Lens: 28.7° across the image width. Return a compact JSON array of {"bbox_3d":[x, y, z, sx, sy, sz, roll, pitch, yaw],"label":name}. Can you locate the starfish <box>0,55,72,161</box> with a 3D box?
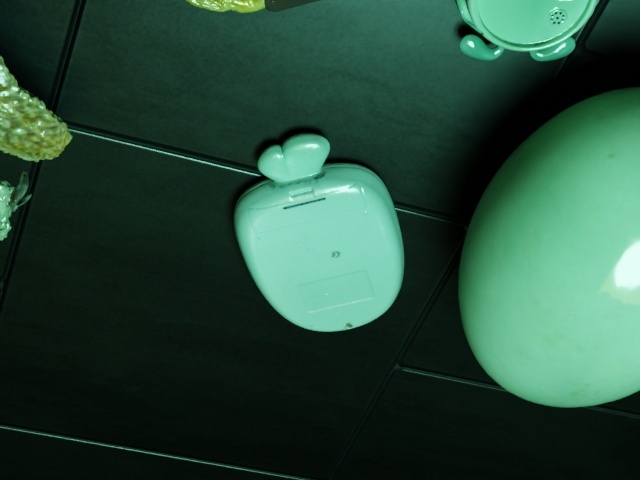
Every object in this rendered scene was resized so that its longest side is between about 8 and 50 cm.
[{"bbox_3d":[-0.404,-0.185,1.194,0.384,0.132,0.398,-25,125,22],"label":"starfish"}]

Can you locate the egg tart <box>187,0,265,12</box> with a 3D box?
[{"bbox_3d":[-0.087,-0.272,1.181,0.130,0.052,0.130,-3,131,-4],"label":"egg tart"}]

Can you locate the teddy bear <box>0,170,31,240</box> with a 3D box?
[{"bbox_3d":[-0.381,-0.026,1.178,0.213,0.111,0.133,7,139,-16],"label":"teddy bear"}]

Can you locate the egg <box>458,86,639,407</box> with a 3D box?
[{"bbox_3d":[0.294,0.014,1.315,0.276,0.276,0.389,13,127,-16],"label":"egg"}]

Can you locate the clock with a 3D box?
[{"bbox_3d":[0.206,-0.250,1.220,0.148,0.060,0.188,-2,132,-3],"label":"clock"}]

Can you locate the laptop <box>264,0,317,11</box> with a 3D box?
[{"bbox_3d":[0.012,-0.315,1.131,0.154,0.026,0.207,-19,135,-21],"label":"laptop"}]

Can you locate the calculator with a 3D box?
[{"bbox_3d":[0.000,0.000,1.434,0.184,0.042,0.295,-13,132,7],"label":"calculator"}]
